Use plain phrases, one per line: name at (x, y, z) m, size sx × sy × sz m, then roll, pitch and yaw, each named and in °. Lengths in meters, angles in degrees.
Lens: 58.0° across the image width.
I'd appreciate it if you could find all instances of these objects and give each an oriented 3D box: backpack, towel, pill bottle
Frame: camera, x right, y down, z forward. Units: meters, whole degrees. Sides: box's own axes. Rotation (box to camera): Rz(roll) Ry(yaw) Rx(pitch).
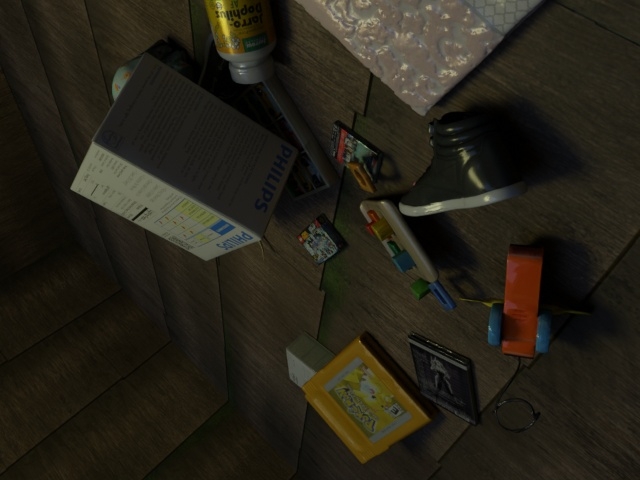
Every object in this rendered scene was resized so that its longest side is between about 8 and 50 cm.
backpack at (-0.399, -0.367, 1.397) m, size 0.144 × 0.188 × 0.166 m, roll 40°, pitch 148°, yaw 22°
towel at (0.101, -0.351, 0.770) m, size 0.332 × 0.053 × 0.317 m, roll 42°, pitch 153°, yaw -6°
pill bottle at (-0.146, -0.405, 1.067) m, size 0.117 × 0.117 × 0.208 m, roll 28°, pitch 143°, yaw 36°

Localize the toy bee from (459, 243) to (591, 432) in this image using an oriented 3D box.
toy bee at (0.328, 0.137, 0.978) m, size 0.195 × 0.162 × 0.298 m, roll 26°, pitch 113°, yaw 14°

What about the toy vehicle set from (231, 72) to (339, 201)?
toy vehicle set at (-0.080, -0.220, 1.262) m, size 0.267 × 0.035 × 0.166 m, roll 57°, pitch 151°, yaw -9°

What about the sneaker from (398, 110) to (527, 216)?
sneaker at (0.203, -0.122, 0.921) m, size 0.296 × 0.104 × 0.147 m, roll 171°, pitch 83°, yaw -70°

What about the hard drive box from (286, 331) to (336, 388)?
hard drive box at (0.008, 0.423, 1.796) m, size 0.232 × 0.089 × 0.181 m, roll 34°, pitch 146°, yaw 30°

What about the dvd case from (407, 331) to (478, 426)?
dvd case at (0.290, 0.326, 1.360) m, size 0.164 × 0.018 × 0.221 m, roll 22°, pitch 140°, yaw 44°

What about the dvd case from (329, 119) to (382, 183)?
dvd case at (0.067, -0.171, 1.131) m, size 0.119 × 0.013 × 0.087 m, roll 40°, pitch 149°, yaw 22°

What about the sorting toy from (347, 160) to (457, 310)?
sorting toy at (0.138, 0.002, 1.125) m, size 0.348 × 0.047 × 0.196 m, roll 56°, pitch 174°, yaw -7°

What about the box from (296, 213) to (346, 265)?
box at (0.000, 0.000, 1.401) m, size 0.094 × 0.027 × 0.137 m, roll 52°, pitch 151°, yaw 2°

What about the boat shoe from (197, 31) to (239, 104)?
boat shoe at (-0.215, -0.352, 1.260) m, size 0.069 × 0.081 × 0.228 m, roll 48°, pitch 149°, yaw 16°

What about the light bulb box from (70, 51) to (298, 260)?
light bulb box at (-0.302, -0.151, 1.251) m, size 0.361 × 0.225 × 0.358 m, roll 30°, pitch 158°, yaw -22°

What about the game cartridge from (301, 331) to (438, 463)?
game cartridge at (0.118, 0.441, 1.583) m, size 0.285 × 0.052 × 0.324 m, roll 47°, pitch 127°, yaw 9°

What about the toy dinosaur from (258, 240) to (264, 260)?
toy dinosaur at (-0.198, -0.037, 1.637) m, size 0.183 × 0.053 × 0.092 m, roll 51°, pitch 167°, yaw 18°
